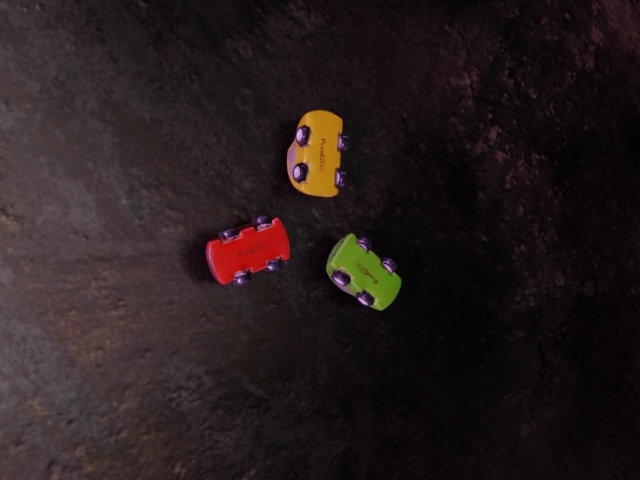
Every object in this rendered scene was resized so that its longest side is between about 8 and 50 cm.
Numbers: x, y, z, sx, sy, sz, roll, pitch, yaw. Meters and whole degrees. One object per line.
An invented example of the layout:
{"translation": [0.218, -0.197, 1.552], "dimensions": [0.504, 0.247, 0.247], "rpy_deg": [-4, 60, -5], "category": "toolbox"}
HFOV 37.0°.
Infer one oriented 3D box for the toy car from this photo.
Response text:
{"translation": [0.000, 0.000, 1.101], "dimensions": [0.225, 0.053, 0.239], "rpy_deg": [43, 70, -22], "category": "toy car"}
